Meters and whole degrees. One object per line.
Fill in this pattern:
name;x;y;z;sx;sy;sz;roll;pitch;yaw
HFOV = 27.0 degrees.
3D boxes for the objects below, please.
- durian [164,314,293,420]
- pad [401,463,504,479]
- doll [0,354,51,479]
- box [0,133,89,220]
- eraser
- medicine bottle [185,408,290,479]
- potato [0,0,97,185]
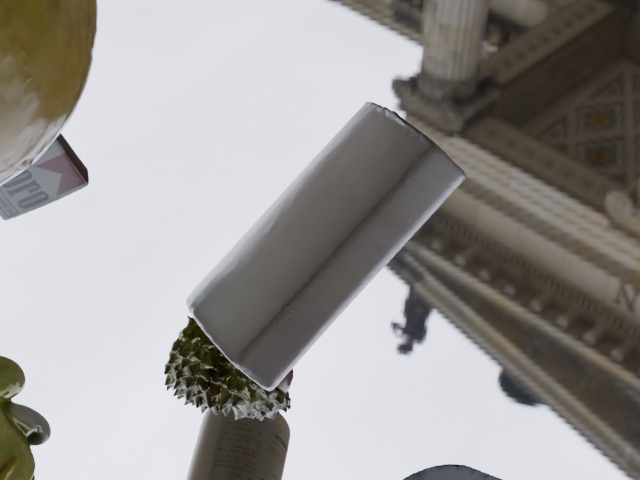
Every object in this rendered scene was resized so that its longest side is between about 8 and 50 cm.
durian;-0.091;0.152;1.415;0.119;0.186;0.108;-43;-117;-1
pad;0.026;0.300;1.159;0.315;0.375;0.063;26;-152;-36
doll;-0.187;0.078;0.617;0.106;0.162;0.062;-32;-153;-27
box;-0.351;-0.105;1.505;0.115;0.177;0.036;-23;-131;5
eraser;0.000;0.000;1.260;0.270;0.095;0.174;-47;-155;-1
medicine bottle;-0.110;0.315;1.579;0.114;0.114;0.252;8;-131;6
potato;-0.273;-0.087;0.435;0.397;0.296;0.290;-34;-162;-19
